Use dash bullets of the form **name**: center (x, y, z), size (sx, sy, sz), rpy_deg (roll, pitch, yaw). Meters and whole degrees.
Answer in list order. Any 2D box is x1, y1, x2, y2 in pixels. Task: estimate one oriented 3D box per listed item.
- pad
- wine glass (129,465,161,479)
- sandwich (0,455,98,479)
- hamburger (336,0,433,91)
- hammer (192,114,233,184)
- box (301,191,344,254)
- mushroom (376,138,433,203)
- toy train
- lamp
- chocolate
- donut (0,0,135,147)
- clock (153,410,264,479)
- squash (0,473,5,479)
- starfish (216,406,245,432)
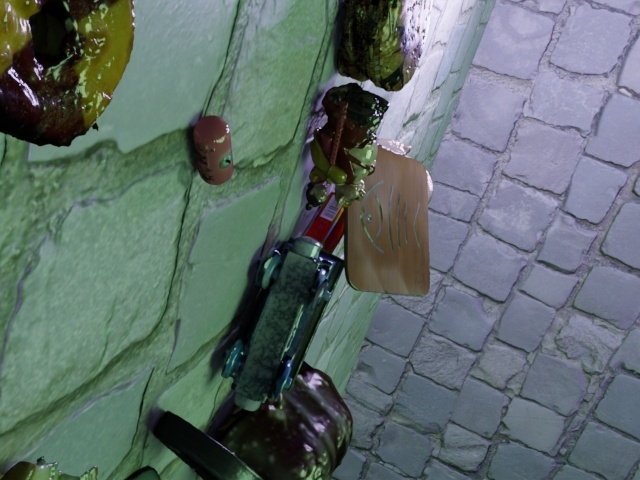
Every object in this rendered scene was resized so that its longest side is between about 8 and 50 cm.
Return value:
- **pad**: center (0.133, -0.039, 1.255), size (0.284, 0.018, 0.286), rpy_deg (10, 76, -50)
- **wine glass**: center (-0.140, 0.532, 0.884), size (0.267, 0.406, 0.267), rpy_deg (-59, 167, -22)
- **sandwich**: center (-0.248, 0.260, 0.432), size (0.258, 0.096, 0.094), rpy_deg (-41, 157, 5)
- **hamburger**: center (0.106, -0.346, 0.997), size (0.231, 0.107, 0.231), rpy_deg (-51, 156, -33)
- **hammer**: center (-0.112, -0.093, 0.685), size (0.043, 0.043, 0.083), rpy_deg (-58, 167, -32)
- **box**: center (0.001, 0.001, 1.302), size (0.175, 0.048, 0.112), rpy_deg (-58, 165, -33)
- **mushroom**: center (0.153, -0.094, 1.468), size (0.162, 0.173, 0.236), rpy_deg (102, 12, -61)
- **toy train**: center (-0.067, 0.133, 1.111), size (0.202, 0.131, 0.299), rpy_deg (-7, 121, -84)
- **lamp**: center (0.036, -0.131, 1.070), size (0.118, 0.118, 0.253), rpy_deg (-51, 160, -49)
- **chocolate**: center (-0.062, 0.410, 1.279), size (0.340, 0.210, 0.225), rpy_deg (-37, 160, -47)
- **donut**: center (-0.167, -0.121, 0.369), size (0.140, 0.059, 0.140), rpy_deg (-59, 165, -27)
- **clock**: center (-0.157, 0.311, 0.917), size (0.040, 0.185, 0.184), rpy_deg (-53, 163, -23)
- **squash**: center (-0.271, 0.225, 0.532), size (0.083, 0.083, 0.250), rpy_deg (-61, 163, -22)
- **starfish**: center (-0.135, 0.321, 1.323), size (0.223, 0.050, 0.216), rpy_deg (-20, 140, -57)
